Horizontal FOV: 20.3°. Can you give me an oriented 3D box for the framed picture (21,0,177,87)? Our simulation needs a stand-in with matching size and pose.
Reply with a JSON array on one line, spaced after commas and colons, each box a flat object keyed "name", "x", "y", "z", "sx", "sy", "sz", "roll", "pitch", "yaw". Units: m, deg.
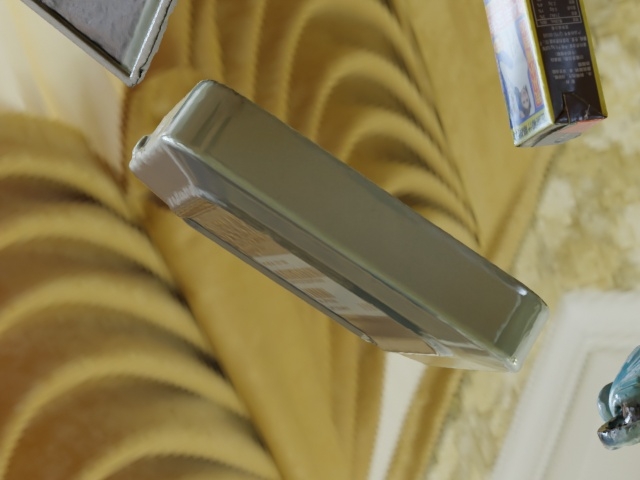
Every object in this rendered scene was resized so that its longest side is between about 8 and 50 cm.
[{"name": "framed picture", "x": -0.209, "y": -0.285, "z": 1.689, "sx": 0.192, "sy": 0.265, "sz": 0.018, "roll": 38, "pitch": -132, "yaw": 7}]

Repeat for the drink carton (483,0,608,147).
[{"name": "drink carton", "x": 0.163, "y": -0.157, "z": 1.322, "sx": 0.056, "sy": 0.165, "sz": 0.071, "roll": -9, "pitch": 171, "yaw": -17}]

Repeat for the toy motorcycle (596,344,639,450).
[{"name": "toy motorcycle", "x": 0.336, "y": 0.092, "z": 1.417, "sx": 0.260, "sy": 0.154, "sz": 0.206, "roll": -27, "pitch": -178, "yaw": 7}]

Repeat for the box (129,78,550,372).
[{"name": "box", "x": 0.000, "y": 0.000, "z": 1.641, "sx": 0.090, "sy": 0.373, "sz": 0.367, "roll": -59, "pitch": -172, "yaw": -9}]
